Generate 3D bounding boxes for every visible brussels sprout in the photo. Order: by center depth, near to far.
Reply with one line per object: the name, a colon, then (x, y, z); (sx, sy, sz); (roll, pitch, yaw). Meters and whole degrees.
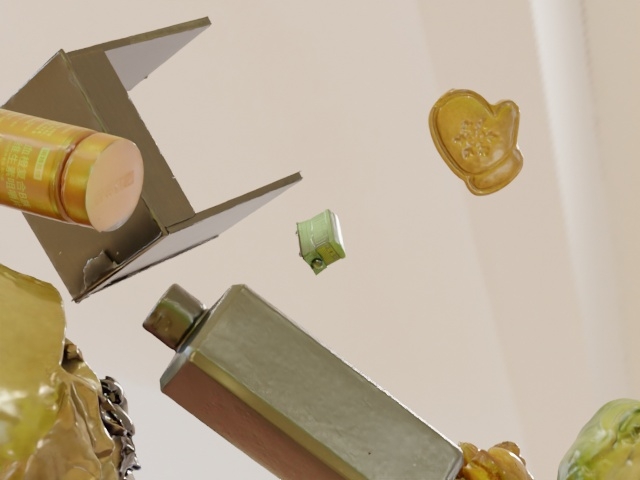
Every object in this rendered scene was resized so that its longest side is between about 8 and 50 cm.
brussels sprout: (0.266, 0.214, 1.461); (0.149, 0.151, 0.122); (48, -1, -5)

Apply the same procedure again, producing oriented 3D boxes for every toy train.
toy train: (0.000, 0.000, 2.216); (0.056, 0.093, 0.038); (-30, -59, 13)

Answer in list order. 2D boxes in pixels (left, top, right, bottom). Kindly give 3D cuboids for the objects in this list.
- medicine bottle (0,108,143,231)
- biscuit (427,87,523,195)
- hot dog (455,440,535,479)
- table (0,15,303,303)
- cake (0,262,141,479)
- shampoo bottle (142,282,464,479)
medicine bottle: (-0.278, -0.073, 1.706); (0.192, 0.096, 0.096); (15, -26, 27)
biscuit: (0.202, -0.133, 2.175); (0.140, 0.118, 0.023); (47, 2, -8)
hot dog: (0.167, 0.355, 1.745); (0.158, 0.117, 0.349); (-12, -69, 6)
table: (-0.214, -0.107, 2.110); (0.196, 0.282, 0.250); (-35, -97, 40)
cake: (-0.293, 0.191, 1.553); (0.321, 0.332, 0.332); (29, -26, -24)
shampoo bottle: (-0.019, 0.119, 1.247); (0.246, 0.079, 0.080); (37, -34, -4)
